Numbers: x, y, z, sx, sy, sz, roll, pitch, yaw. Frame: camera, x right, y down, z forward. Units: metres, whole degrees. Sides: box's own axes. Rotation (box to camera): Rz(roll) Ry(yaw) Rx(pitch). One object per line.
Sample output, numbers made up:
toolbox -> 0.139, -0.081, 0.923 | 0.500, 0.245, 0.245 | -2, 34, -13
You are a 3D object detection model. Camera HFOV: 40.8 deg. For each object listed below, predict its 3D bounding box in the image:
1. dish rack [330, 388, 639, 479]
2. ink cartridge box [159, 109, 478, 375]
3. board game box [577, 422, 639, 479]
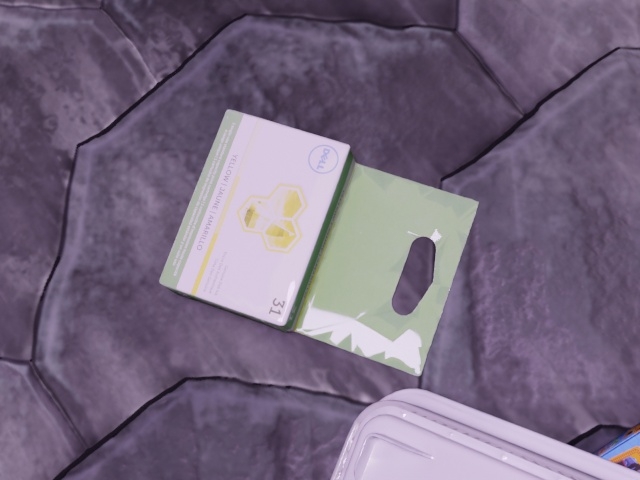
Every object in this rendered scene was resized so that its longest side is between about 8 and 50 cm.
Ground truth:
dish rack -> 0.111, 0.271, 0.595 | 0.333, 0.072, 0.285 | 16, 82, 38
ink cartridge box -> 0.000, 0.000, 0.750 | 0.235, 0.056, 0.171 | 18, 80, 14
board game box -> 0.247, 0.222, 0.620 | 0.211, 0.039, 0.160 | -45, 73, 30
